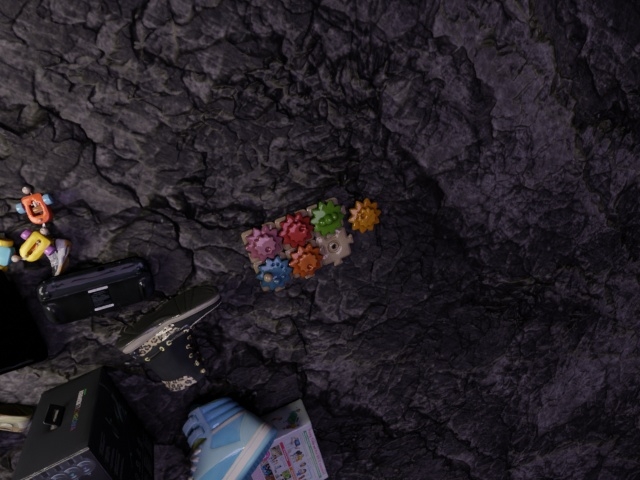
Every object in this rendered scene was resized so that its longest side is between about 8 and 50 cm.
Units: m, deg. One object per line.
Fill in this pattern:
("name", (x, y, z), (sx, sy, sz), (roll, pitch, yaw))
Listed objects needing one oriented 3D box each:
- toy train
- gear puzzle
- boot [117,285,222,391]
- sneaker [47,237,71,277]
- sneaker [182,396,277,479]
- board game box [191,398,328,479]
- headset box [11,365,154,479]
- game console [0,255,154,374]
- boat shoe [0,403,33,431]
("toy train", (-0.545, -0.017, 0.741), (0.166, 0.046, 0.125), (-25, 99, -6))
("gear puzzle", (0.000, 0.000, 0.965), (0.339, 0.044, 0.175), (-23, 115, -13))
("boot", (-0.290, 0.217, 0.904), (0.237, 0.085, 0.178), (-30, 119, -3))
("sneaker", (-0.503, 0.034, 0.785), (0.037, 0.032, 0.083), (16, 100, -9))
("sneaker", (-0.272, 0.503, 0.933), (0.319, 0.208, 0.127), (-44, 159, -35))
("board game box", (-0.153, 0.589, 1.086), (0.304, 0.097, 0.223), (-19, 116, -13))
("headset box", (-0.452, 0.435, 0.822), (0.131, 0.246, 0.283), (-23, 116, -14))
("game console", (-0.508, 0.131, 0.788), (0.362, 0.044, 0.213), (-16, 129, -23))
("boat shoe", (-0.665, 0.352, 0.816), (0.153, 0.056, 0.048), (20, 95, -34))
